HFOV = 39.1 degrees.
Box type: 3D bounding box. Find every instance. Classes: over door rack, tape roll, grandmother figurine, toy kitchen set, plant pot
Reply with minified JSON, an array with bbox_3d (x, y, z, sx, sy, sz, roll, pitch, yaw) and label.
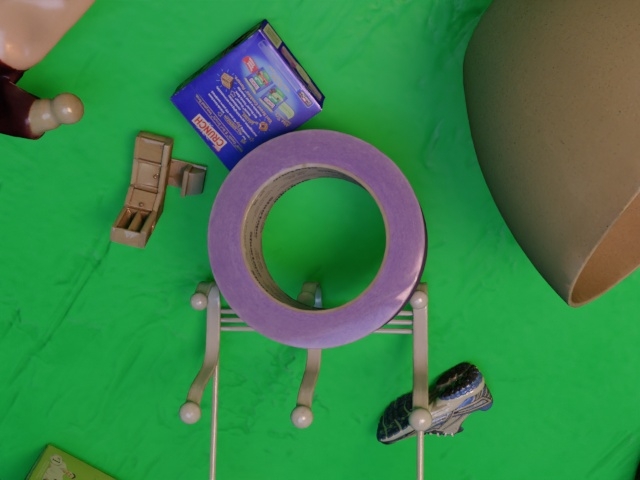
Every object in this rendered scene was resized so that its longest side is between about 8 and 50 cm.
[{"bbox_3d":[-0.008,0.203,0.880,0.239,0.108,0.324,0,95,11],"label":"over door rack"},{"bbox_3d":[0.000,0.000,0.803,0.189,0.080,0.189,0,88,8],"label":"tape roll"},{"bbox_3d":[-0.281,-0.178,0.788,0.342,0.104,0.208,-38,79,25],"label":"grandmother figurine"},{"bbox_3d":[-0.150,-0.044,0.845,0.068,0.075,0.083,13,121,-1],"label":"toy kitchen set"},{"bbox_3d":[0.221,-0.117,0.684,0.191,0.284,0.284,47,118,22],"label":"plant pot"}]

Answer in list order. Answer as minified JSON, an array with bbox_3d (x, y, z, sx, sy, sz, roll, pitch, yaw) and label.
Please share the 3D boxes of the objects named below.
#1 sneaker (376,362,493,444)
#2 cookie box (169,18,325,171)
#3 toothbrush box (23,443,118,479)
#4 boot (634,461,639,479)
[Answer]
[{"bbox_3d":[0.121,0.186,0.943,0.135,0.052,0.058,-32,113,21],"label":"sneaker"},{"bbox_3d":[-0.065,-0.129,0.812,0.107,0.040,0.092,-32,108,20],"label":"cookie box"},{"bbox_3d":[-0.255,0.403,1.057,0.283,0.122,0.206,31,116,-10],"label":"toothbrush box"},{"bbox_3d":[0.416,0.283,0.942,0.165,0.077,0.213,7,122,4],"label":"boot"}]
